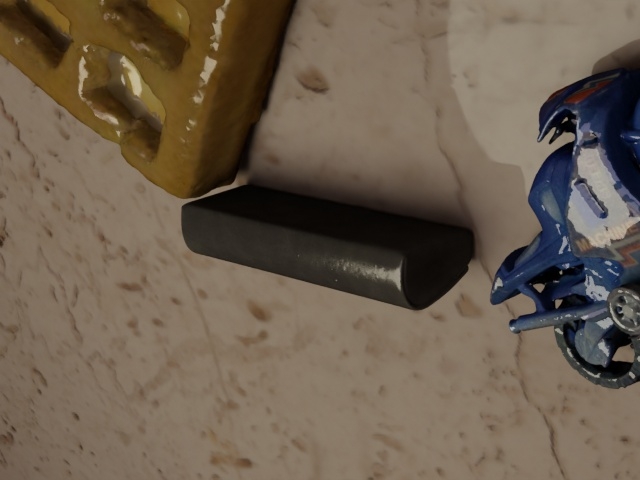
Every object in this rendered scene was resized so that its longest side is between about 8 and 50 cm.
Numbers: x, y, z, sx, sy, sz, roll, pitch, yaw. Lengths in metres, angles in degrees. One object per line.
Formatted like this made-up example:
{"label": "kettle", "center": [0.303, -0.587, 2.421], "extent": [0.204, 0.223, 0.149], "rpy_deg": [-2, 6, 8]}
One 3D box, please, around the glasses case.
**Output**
{"label": "glasses case", "center": [-0.001, 0.000, 0.726], "extent": [0.191, 0.072, 0.042], "rpy_deg": [13, 119, 38]}

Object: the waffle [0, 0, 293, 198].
{"label": "waffle", "center": [-0.130, -0.220, 0.699], "extent": [0.304, 0.077, 0.348], "rpy_deg": [41, 137, 14]}

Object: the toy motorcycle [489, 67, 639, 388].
{"label": "toy motorcycle", "center": [0.149, -0.013, 0.580], "extent": [0.114, 0.076, 0.205], "rpy_deg": [41, 140, 29]}
